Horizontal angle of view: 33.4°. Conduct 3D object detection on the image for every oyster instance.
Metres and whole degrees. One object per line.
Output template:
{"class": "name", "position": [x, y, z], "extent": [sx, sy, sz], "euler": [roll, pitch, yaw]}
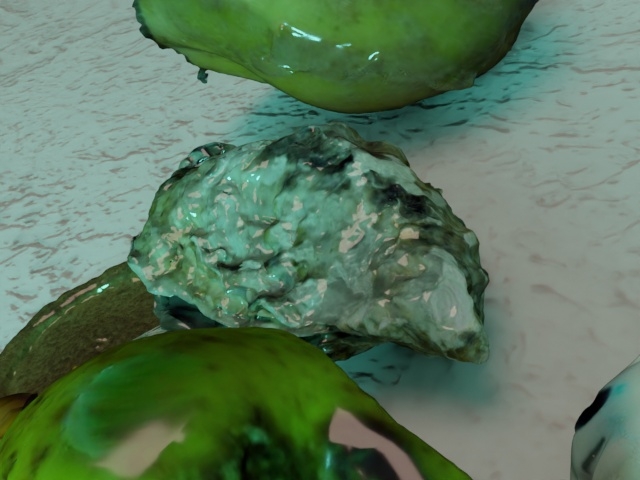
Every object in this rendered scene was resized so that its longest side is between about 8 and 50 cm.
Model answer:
{"class": "oyster", "position": [0.000, 0.000, 0.689], "extent": [0.268, 0.112, 0.198], "euler": [6, 40, 26]}

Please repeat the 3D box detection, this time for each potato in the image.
{"class": "potato", "position": [0.043, -0.208, 0.859], "extent": [0.237, 0.301, 0.288], "euler": [34, 86, 22]}

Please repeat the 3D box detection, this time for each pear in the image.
{"class": "pear", "position": [-0.004, 0.159, 0.360], "extent": [0.164, 0.255, 0.238], "euler": [-39, 42, -25]}

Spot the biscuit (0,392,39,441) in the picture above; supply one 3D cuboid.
{"class": "biscuit", "position": [-0.217, 0.197, 0.506], "extent": [0.296, 0.102, 0.296], "euler": [-36, 15, 11]}

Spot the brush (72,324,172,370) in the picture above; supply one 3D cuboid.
{"class": "brush", "position": [-0.203, 0.148, 0.675], "extent": [0.272, 0.013, 0.103], "euler": [-29, 42, 1]}

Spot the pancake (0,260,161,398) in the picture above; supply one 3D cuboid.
{"class": "pancake", "position": [-0.155, 0.078, 0.756], "extent": [0.199, 0.021, 0.199], "euler": [-17, 35, 12]}

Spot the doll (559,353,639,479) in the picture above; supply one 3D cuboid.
{"class": "doll", "position": [0.159, 0.124, 0.437], "extent": [0.107, 0.110, 0.180], "euler": [-4, 37, -8]}
